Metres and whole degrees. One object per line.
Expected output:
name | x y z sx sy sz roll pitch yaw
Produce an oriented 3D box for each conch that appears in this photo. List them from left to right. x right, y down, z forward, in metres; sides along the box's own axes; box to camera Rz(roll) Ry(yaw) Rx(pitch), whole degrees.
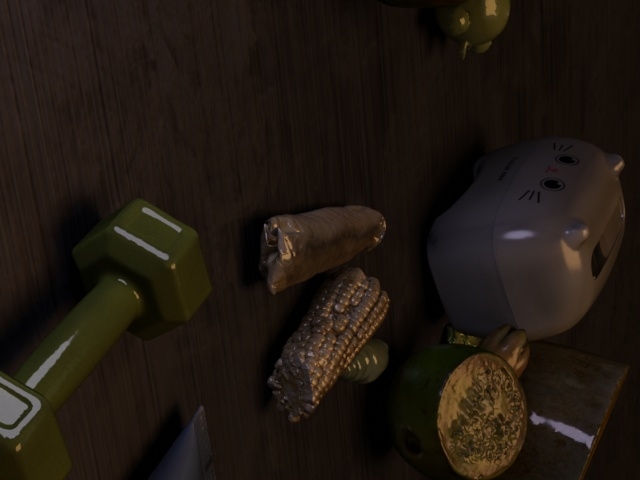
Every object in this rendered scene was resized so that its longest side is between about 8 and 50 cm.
conch | 0.040 0.137 1.602 0.065 0.088 0.180 -44 172 20

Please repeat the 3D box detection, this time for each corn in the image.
corn | 0.005 0.112 1.489 0.211 0.087 0.087 -49 138 -44

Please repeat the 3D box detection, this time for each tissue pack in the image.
tissue pack | 0.326 -0.007 1.924 0.333 0.236 0.229 -50 128 -49

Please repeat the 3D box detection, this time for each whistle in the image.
whistle | 0.220 -0.390 1.792 0.131 0.106 0.288 16 82 -62

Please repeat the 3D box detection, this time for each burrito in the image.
burrito | 0.000 0.000 1.477 0.275 0.059 0.082 -19 120 -62

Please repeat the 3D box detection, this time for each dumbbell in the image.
dumbbell | -0.197 0.088 1.022 0.302 0.121 0.108 -55 171 -47

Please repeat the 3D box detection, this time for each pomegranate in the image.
pomegranate | 0.179 0.208 1.770 0.190 0.159 0.241 27 76 -36

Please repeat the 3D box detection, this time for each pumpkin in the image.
pumpkin | 0.340 0.314 2.050 0.332 0.199 0.332 -57 158 -37

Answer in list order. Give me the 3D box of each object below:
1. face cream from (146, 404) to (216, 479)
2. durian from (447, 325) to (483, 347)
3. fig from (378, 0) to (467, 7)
face cream | -0.175 0.314 1.155 0.385 0.086 0.136 -56 147 -53
durian | 0.238 0.150 1.997 0.100 0.086 0.215 51 42 -36
fig | 0.104 -0.369 1.532 0.167 0.167 0.233 40 23 -60
